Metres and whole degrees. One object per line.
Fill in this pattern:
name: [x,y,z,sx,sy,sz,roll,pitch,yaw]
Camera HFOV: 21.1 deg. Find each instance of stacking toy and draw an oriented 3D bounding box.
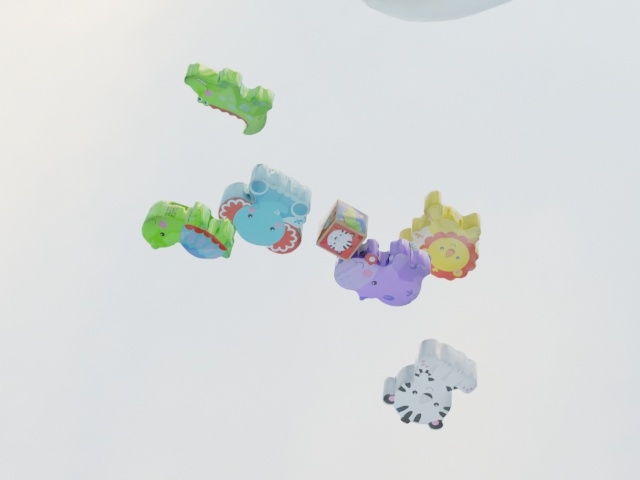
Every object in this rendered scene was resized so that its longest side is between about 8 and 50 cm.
stacking toy: [0.000,0.000,1.007,0.052,0.221,0.167,-51,-164,31]

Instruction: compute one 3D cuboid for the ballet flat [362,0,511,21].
ballet flat: [0.107,-0.213,0.363,0.400,0.139,0.139,-42,-142,25]
